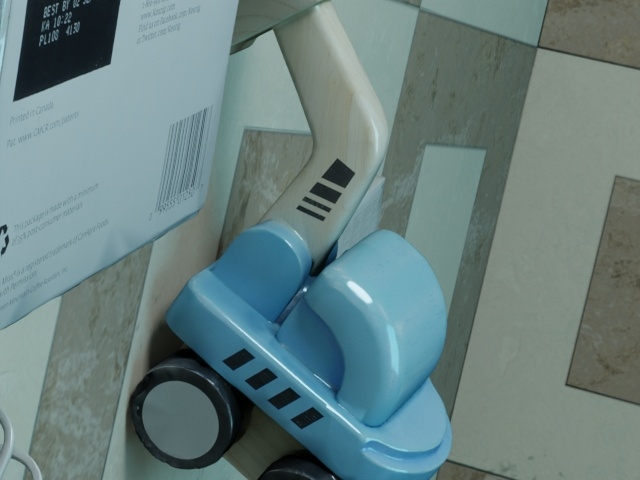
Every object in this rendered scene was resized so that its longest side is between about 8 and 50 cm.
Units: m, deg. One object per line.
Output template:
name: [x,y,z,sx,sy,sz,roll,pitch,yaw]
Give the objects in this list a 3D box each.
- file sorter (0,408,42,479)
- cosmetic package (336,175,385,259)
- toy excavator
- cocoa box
file sorter: [-0.291,0.158,1.184,0.278,0.193,0.173,76,30,-56]
cosmetic package: [0.000,0.000,2.138,0.239,0.060,0.099,-38,141,-62]
toy excavator: [-0.003,0.013,1.821,0.445,0.433,0.222,-52,172,25]
cocoa box: [-0.213,-0.111,1.114,0.347,0.228,0.231,-38,141,-67]
